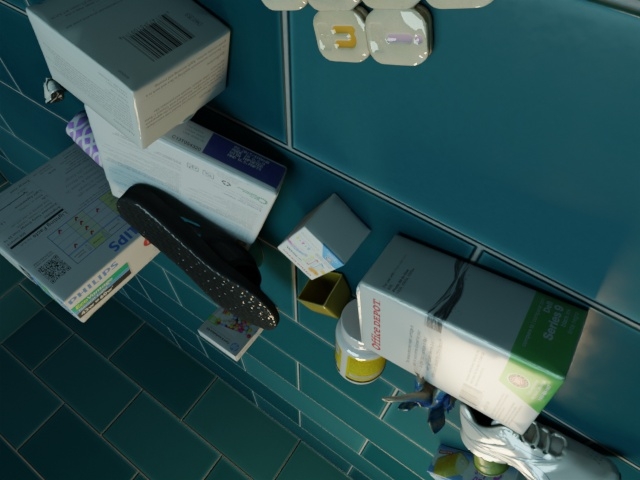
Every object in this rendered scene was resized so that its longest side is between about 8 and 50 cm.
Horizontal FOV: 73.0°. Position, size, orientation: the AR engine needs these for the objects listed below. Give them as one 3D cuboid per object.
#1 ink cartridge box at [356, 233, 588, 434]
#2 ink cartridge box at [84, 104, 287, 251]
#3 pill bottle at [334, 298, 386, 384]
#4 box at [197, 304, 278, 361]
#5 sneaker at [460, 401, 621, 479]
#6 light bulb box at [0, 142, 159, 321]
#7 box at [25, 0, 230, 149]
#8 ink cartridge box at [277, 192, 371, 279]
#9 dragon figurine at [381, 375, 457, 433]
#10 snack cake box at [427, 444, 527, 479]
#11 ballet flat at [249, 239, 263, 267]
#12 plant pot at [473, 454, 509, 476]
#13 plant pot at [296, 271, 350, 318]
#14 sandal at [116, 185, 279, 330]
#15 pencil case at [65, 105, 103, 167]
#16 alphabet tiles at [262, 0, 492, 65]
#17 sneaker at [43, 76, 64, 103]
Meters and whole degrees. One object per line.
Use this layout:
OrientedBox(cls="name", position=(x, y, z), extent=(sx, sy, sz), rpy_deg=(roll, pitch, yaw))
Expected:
OrientedBox(cls="ink cartridge box", position=(0.212, 0.141, 0.673), extent=(0.289, 0.122, 0.211), rpy_deg=(25, 147, 25))
OrientedBox(cls="ink cartridge box", position=(-0.252, -0.112, 0.827), extent=(0.323, 0.072, 0.330), rpy_deg=(25, 156, -9))
OrientedBox(cls="pill bottle", position=(0.090, 0.215, 0.918), extent=(0.119, 0.119, 0.209), rpy_deg=(28, 149, 20))
OrientedBox(cls="box", position=(-0.235, 0.231, 1.245), extent=(0.145, 0.186, 0.038), rpy_deg=(28, 149, 21))
OrientedBox(cls="sneaker", position=(0.392, 0.387, 0.822), extent=(0.297, 0.111, 0.129), rpy_deg=(4, 129, 45))
OrientedBox(cls="light bulb box", position=(-0.711, -0.023, 1.276), extent=(0.361, 0.358, 0.225), rpy_deg=(39, 153, 4))
OrientedBox(cls="box", position=(-0.253, -0.261, 0.606), extent=(0.181, 0.181, 0.119), rpy_deg=(38, 150, 4))
OrientedBox(cls="ink cartridge box", position=(0.000, 0.000, 0.760), extent=(0.092, 0.090, 0.143), rpy_deg=(44, 150, -7))
OrientedBox(cls="dragon figurine", position=(0.201, 0.293, 0.803), extent=(0.085, 0.289, 0.144), rpy_deg=(27, 113, 30))
OrientedBox(cls="snack cake box", position=(0.433, 0.645, 1.135), extent=(0.152, 0.089, 0.264), rpy_deg=(49, 150, -13))
OrientedBox(cls="ballet flat", position=(-0.186, -0.008, 1.018), extent=(0.168, 0.057, 0.052), rpy_deg=(62, 174, -27))
OrientedBox(cls="plant pot", position=(0.381, 0.474, 0.988), extent=(0.083, 0.083, 0.079), rpy_deg=(-2, 117, 50))
OrientedBox(cls="plant pot", position=(0.017, 0.122, 0.920), extent=(0.081, 0.082, 0.083), rpy_deg=(8, 146, 44))
OrientedBox(cls="sandal", position=(-0.225, 0.037, 0.936), extent=(0.167, 0.107, 0.446), rpy_deg=(-9, 130, 47))
OrientedBox(cls="pencil case", position=(-0.523, -0.226, 1.066), extent=(0.206, 0.086, 0.088), rpy_deg=(45, -175, -4))
OrientedBox(cls="alphabet tiles", position=(0.027, -0.302, 0.391), extent=(0.277, 0.021, 0.284), rpy_deg=(19, 144, 34))
OrientedBox(cls="sneaker", position=(-0.673, -0.377, 1.087), extent=(0.109, 0.040, 0.044), rpy_deg=(-10, 108, 50))
